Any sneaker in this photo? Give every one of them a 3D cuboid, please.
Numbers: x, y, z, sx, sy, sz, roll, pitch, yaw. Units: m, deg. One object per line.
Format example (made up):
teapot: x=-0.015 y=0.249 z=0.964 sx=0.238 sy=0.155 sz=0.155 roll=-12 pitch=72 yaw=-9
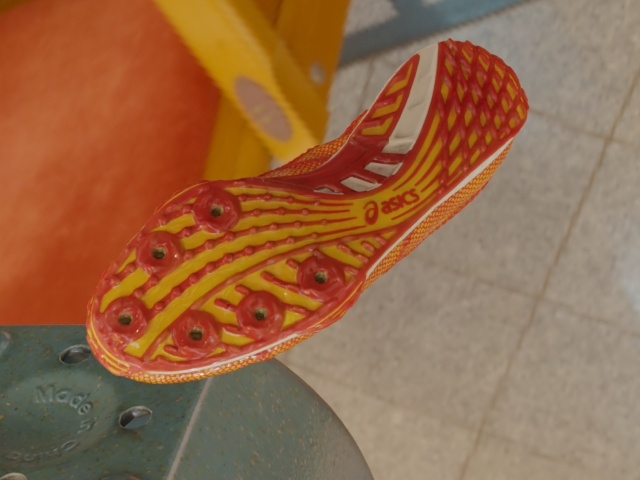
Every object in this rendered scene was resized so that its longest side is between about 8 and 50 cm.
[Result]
sneaker: x=0.000 y=0.000 z=0.563 sx=0.064 sy=0.175 sz=0.067 roll=51 pitch=151 yaw=15

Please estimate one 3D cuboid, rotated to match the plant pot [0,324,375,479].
plant pot: x=-0.102 y=0.178 z=0.858 sx=0.248 sy=0.247 sz=0.252 roll=-1 pitch=125 yaw=16
